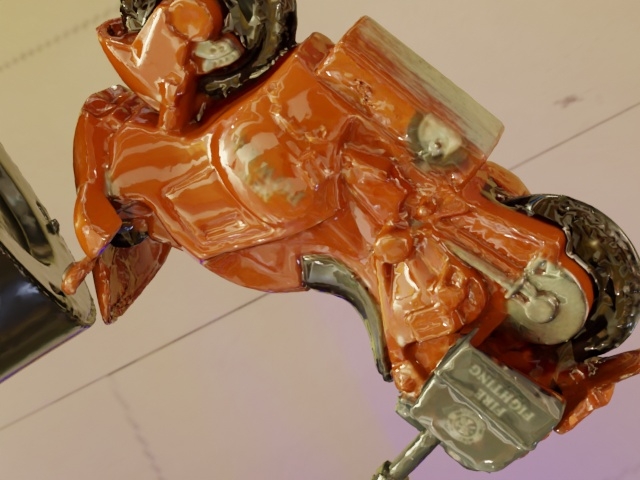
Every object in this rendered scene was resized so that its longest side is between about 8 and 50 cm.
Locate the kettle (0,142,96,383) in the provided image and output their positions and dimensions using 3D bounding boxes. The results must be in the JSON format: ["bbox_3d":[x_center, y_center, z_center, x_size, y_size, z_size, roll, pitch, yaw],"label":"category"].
[{"bbox_3d":[-0.315,0.029,0.994,0.308,0.203,0.262,-35,51,3],"label":"kettle"}]

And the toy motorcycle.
[{"bbox_3d":[0.000,0.000,0.914,0.326,0.148,0.221,39,123,-1],"label":"toy motorcycle"}]
